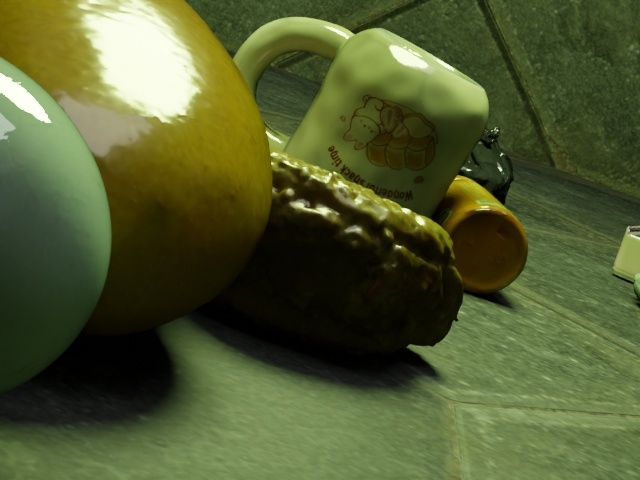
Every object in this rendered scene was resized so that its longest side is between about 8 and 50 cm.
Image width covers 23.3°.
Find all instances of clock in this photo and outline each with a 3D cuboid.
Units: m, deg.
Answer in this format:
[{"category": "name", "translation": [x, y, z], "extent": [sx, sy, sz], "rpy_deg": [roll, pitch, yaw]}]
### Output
[{"category": "clock", "translation": [0.499, 0.036, 2.160], "extent": [0.147, 0.071, 0.192], "rpy_deg": [24, 11, 22]}]

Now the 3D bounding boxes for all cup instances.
[{"category": "cup", "translation": [0.037, -0.125, 1.647], "extent": [0.255, 0.202, 0.173], "rpy_deg": [36, 12, 30]}]

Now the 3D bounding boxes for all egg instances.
[{"category": "egg", "translation": [-0.221, -0.017, 0.747], "extent": [0.264, 0.182, 0.183], "rpy_deg": [19, 8, 27]}]

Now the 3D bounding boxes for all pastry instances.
[{"category": "pastry", "translation": [0.000, 0.000, 1.220], "extent": [0.235, 0.132, 0.240], "rpy_deg": [16, 12, -19]}]

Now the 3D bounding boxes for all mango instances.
[{"category": "mango", "translation": [-0.186, -0.079, 1.036], "extent": [0.300, 0.232, 0.445], "rpy_deg": [17, 17, -25]}]

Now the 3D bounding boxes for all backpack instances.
[{"category": "backpack", "translation": [0.179, -0.107, 2.191], "extent": [0.206, 0.133, 0.258], "rpy_deg": [14, 18, -13]}]

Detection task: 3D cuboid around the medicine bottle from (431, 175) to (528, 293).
[{"category": "medicine bottle", "translation": [0.159, -0.010, 1.681], "extent": [0.096, 0.096, 0.192], "rpy_deg": [18, 11, -10]}]

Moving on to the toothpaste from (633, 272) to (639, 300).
[{"category": "toothpaste", "translation": [0.416, 0.082, 1.855], "extent": [0.067, 0.037, 0.255], "rpy_deg": [24, 12, -10]}]
